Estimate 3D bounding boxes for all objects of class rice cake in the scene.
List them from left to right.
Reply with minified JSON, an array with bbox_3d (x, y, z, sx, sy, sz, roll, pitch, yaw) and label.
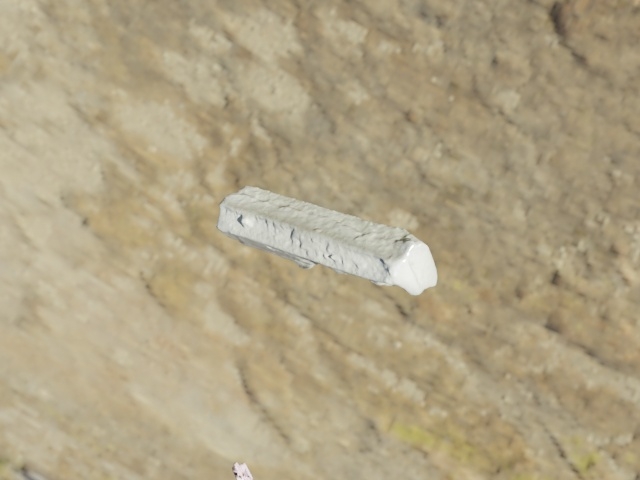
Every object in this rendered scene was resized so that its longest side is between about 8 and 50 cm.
[{"bbox_3d":[0.000,0.000,1.266,0.256,0.052,0.057,18,157,44],"label":"rice cake"}]

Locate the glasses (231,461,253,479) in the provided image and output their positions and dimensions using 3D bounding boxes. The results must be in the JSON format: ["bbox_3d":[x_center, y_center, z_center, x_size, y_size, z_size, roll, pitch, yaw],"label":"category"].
[{"bbox_3d":[-0.044,0.374,1.900,0.162,0.095,0.255,46,178,-20],"label":"glasses"}]
